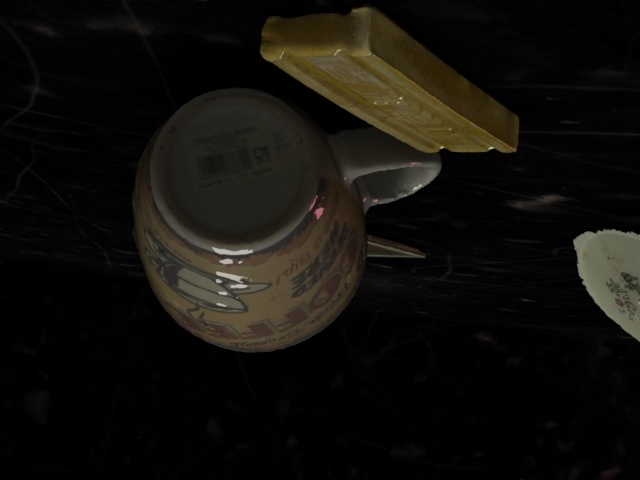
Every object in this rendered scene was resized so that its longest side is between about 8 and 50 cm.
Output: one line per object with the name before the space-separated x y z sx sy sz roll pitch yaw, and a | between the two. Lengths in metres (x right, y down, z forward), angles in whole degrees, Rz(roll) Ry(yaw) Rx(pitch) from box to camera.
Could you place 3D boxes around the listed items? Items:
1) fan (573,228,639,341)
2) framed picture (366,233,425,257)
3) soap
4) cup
fan | 0.470 0.081 1.308 0.233 0.012 0.414 55 161 -20
framed picture | 0.000 0.000 1.809 0.231 0.018 0.293 15 170 -41
soap | 0.061 -0.115 0.809 0.092 0.037 0.252 2 170 34
cup | -0.027 -0.037 0.953 0.301 0.227 0.257 -20 170 -6
